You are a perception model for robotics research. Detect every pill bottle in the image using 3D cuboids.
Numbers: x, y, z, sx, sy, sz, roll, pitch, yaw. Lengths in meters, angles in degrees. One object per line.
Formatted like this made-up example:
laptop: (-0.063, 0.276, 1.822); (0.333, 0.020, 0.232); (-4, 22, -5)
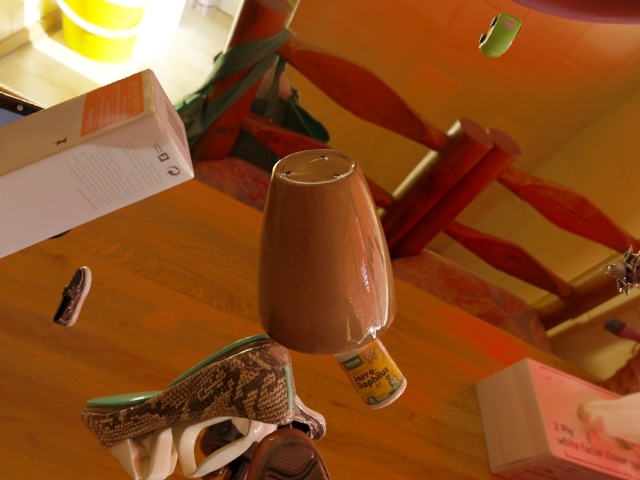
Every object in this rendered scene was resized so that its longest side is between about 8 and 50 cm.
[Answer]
pill bottle: (0.107, 0.289, 1.031); (0.118, 0.118, 0.208); (-35, 92, -46)

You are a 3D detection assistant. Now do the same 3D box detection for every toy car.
toy car: (0.389, -0.446, 0.839); (0.239, 0.225, 0.053); (25, 64, 0)

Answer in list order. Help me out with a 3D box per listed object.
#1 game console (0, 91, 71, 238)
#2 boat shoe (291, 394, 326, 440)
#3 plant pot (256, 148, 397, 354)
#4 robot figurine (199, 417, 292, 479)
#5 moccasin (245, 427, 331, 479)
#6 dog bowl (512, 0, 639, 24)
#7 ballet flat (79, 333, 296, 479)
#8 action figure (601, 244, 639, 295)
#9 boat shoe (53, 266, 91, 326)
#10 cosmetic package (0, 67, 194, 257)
game console: (-0.789, -0.187, 1.048); (0.387, 0.341, 0.060); (16, 19, -41)
boat shoe: (-0.061, 0.594, 1.355); (0.102, 0.108, 0.301); (-101, 168, -48)
plant pot: (0.000, 0.000, 0.653); (0.238, 0.254, 0.237); (-4, 34, 3)
robot figurine: (-0.193, 0.468, 1.069); (0.278, 0.174, 0.209); (-67, 144, -45)
moccasin: (-0.039, 0.432, 0.583); (0.139, 0.147, 0.379); (-12, 102, -16)
dog bowl: (0.193, -0.283, 0.182); (0.408, 0.408, 0.150); (28, 73, -11)
ballet flat: (-0.244, 0.311, 0.724); (0.164, 0.483, 0.181); (19, 51, -58)
action figure: (0.865, 0.054, 1.065); (0.285, 0.185, 0.099); (-10, 53, 14)
boat shoe: (-0.571, 0.127, 0.975); (0.040, 0.049, 0.142); (38, 57, -59)
cosmetic package: (-0.513, -0.161, 0.868); (0.454, 0.161, 0.230); (-24, 47, -3)
